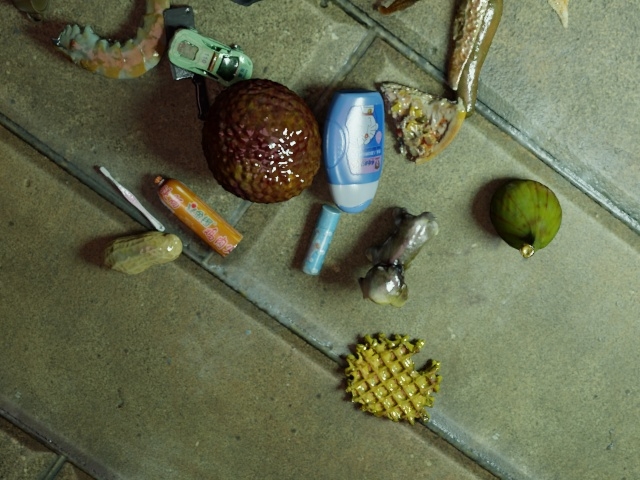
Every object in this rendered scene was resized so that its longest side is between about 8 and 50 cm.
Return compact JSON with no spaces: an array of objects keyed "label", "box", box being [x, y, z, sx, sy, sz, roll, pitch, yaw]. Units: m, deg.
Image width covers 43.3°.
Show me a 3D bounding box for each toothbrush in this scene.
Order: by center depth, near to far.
[{"label":"toothbrush","box":[-0.434,-0.094,1.857,0.017,0.022,0.204,-43,99,0]}]

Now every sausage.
[{"label":"sausage","box":[-0.284,-0.061,1.826,0.234,0.071,0.071,41,107,-7]}]

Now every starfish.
[{"label":"starfish","box":[0.298,-0.523,1.541,0.398,0.132,0.384,48,117,20]}]

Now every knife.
[{"label":"knife","box":[-0.289,-0.376,1.743,0.072,0.019,0.245,-15,107,-20]}]

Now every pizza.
[{"label":"pizza","box":[0.198,-0.266,1.708,0.195,0.052,0.185,43,125,5]}]

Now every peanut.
[{"label":"peanut","box":[-0.411,0.028,1.859,0.194,0.083,0.093,-8,92,10]}]

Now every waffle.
[{"label":"waffle","box":[0.169,0.328,1.910,0.232,0.051,0.228,8,111,4]}]

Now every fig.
[{"label":"fig","box":[0.440,-0.034,1.660,0.151,0.259,0.151,-1,110,-2]}]

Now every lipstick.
[{"label":"lipstick","box":[0.000,0.000,1.826,0.048,0.048,0.158,20,108,0]}]

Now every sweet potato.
[{"label":"sweet potato","box":[0.315,-0.389,1.663,0.075,0.075,0.273,13,111,2]}]

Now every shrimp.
[{"label":"shrimp","box":[-0.415,-0.446,1.723,0.287,0.068,0.185,-39,102,14]}]

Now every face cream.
[{"label":"face cream","box":[0.071,-0.186,1.726,0.149,0.083,0.264,-10,110,-31]}]

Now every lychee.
[{"label":"lychee","box":[-0.125,-0.203,1.681,0.261,0.260,0.260,2,107,6]}]

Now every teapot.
[{"label":"teapot","box":[-0.626,-0.518,1.724,0.068,0.076,0.121,7,138,14]}]

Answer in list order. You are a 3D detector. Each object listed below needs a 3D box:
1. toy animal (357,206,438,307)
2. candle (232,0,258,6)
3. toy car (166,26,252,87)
[{"label":"toy animal","box":[0.173,0.036,1.763,0.121,0.168,0.233,31,94,-4]},{"label":"candle","box":[-0.128,-0.646,1.552,0.221,0.221,0.342,32,107,-4]},{"label":"toy car","box":[-0.231,-0.386,1.711,0.186,0.058,0.093,21,105,-18]}]
